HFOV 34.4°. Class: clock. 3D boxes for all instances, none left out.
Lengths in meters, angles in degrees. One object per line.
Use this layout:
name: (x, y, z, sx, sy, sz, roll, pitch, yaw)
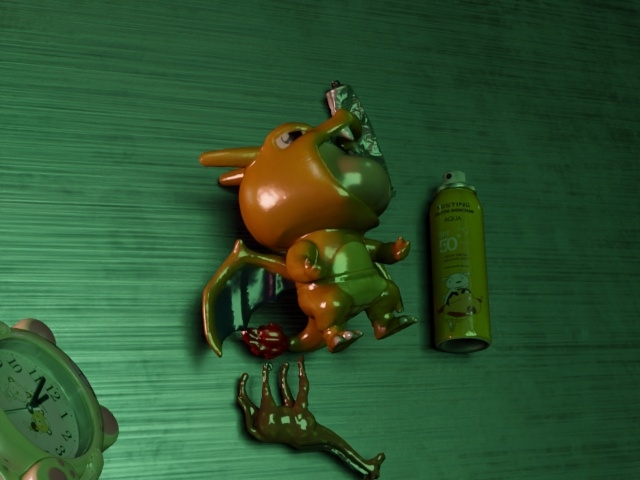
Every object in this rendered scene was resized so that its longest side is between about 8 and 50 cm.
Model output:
clock: (-0.413, 0.238, 1.438, 0.284, 0.114, 0.309, 52, 14, 0)

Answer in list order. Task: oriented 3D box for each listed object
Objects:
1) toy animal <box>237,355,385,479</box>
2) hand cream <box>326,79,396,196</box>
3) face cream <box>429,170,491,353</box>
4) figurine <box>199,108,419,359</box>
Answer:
toy animal: (-0.014, 0.306, 1.717, 0.224, 0.066, 0.229, -10, 74, -26)
hand cream: (0.077, -0.196, 1.984, 0.075, 0.052, 0.247, -18, 78, -30)
face cream: (0.260, 0.031, 1.945, 0.105, 0.105, 0.348, 10, 65, -22)
figurine: (-0.025, 0.004, 1.725, 0.401, 0.268, 0.387, -15, 77, -27)
